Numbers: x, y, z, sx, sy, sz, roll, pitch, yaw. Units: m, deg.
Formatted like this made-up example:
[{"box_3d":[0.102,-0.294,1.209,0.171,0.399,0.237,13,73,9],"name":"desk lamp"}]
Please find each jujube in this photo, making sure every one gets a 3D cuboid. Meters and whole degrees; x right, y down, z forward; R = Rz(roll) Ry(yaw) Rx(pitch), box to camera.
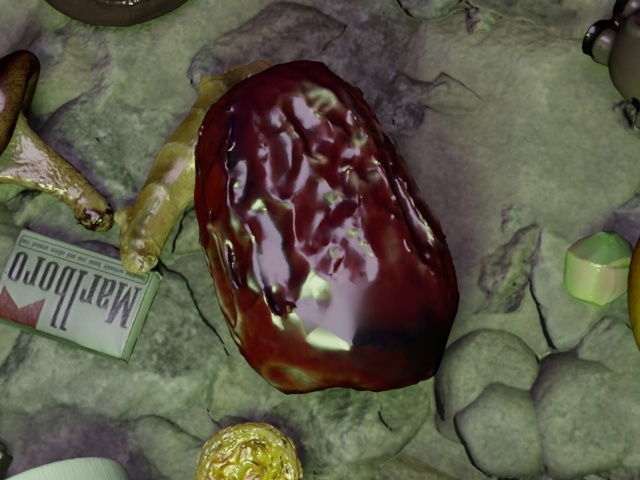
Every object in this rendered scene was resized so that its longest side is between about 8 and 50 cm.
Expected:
[{"box_3d":[0.000,0.000,1.737,0.258,0.258,0.376,-23,74,2],"name":"jujube"}]

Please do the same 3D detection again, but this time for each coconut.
[{"box_3d":[0.313,0.028,1.770,0.083,0.082,0.081,14,110,22],"name":"coconut"}]

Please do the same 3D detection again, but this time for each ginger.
[{"box_3d":[-0.138,-0.083,1.869,0.131,0.086,0.294,32,82,13],"name":"ginger"}]

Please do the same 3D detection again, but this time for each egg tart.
[{"box_3d":[-0.078,0.264,1.777,0.129,0.049,0.128,-4,74,14],"name":"egg tart"}]

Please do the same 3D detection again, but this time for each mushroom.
[{"box_3d":[-0.331,-0.093,1.898,0.218,0.148,0.227,25,88,-3],"name":"mushroom"}]

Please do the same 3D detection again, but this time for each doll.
[{"box_3d":[0.418,-0.178,1.792,0.257,0.117,0.182,39,87,18],"name":"doll"}]

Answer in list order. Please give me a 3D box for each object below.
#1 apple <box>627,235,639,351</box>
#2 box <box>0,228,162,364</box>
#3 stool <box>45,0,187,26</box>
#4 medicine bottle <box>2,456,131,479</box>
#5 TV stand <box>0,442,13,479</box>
[{"box_3d":[0.461,0.052,1.639,0.302,0.301,0.301,-2,73,8],"name":"apple"},{"box_3d":[-0.287,0.065,1.875,0.178,0.036,0.115,17,78,13],"name":"box"},{"box_3d":[-0.256,-0.413,1.937,0.272,0.178,0.272,-2,72,7],"name":"stool"},{"box_3d":[-0.245,0.403,1.658,0.245,0.245,0.306,-26,65,1],"name":"medicine bottle"},{"box_3d":[-0.425,0.339,1.815,0.042,0.036,0.249,24,79,13],"name":"TV stand"}]
